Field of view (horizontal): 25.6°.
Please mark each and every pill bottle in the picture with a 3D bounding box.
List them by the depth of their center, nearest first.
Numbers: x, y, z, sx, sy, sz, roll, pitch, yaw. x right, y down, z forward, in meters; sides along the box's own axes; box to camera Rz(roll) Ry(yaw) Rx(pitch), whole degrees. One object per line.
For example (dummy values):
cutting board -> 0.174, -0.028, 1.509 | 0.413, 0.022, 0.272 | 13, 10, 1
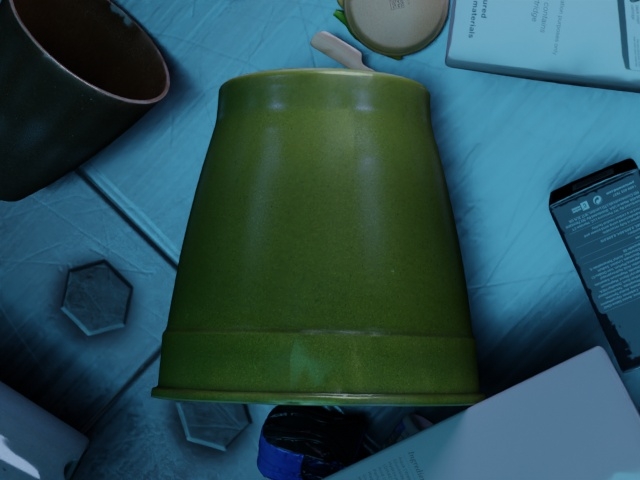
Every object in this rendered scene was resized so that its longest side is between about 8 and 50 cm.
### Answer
pill bottle -> 0.094, 0.283, 1.690 | 0.078, 0.078, 0.137 | 38, 101, 3

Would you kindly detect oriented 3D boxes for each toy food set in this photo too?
toy food set -> 0.085, -0.280, 1.646 | 0.132, 0.038, 0.192 | 33, 96, -3

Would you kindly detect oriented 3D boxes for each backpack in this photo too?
backpack -> -0.017, 0.260, 1.697 | 0.120, 0.098, 0.101 | 16, 119, 6

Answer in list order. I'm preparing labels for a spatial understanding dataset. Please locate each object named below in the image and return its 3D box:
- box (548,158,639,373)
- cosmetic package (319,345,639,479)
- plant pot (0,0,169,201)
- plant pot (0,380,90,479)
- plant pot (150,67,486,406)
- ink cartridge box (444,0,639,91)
box -> 0.345, 0.025, 1.576 | 0.108, 0.153, 0.207 | -24, 92, 12
cosmetic package -> 0.175, 0.277, 1.519 | 0.385, 0.217, 0.156 | -26, 69, 9
plant pot -> -0.332, -0.160, 1.657 | 0.215, 0.215, 0.230 | 44, 116, 2
plant pot -> -0.478, 0.271, 1.676 | 0.334, 0.341, 0.341 | 28, 101, -3
plant pot -> 0.000, 0.000, 1.556 | 0.366, 0.366, 0.353 | 0, 86, 10
ink cartridge box -> 0.345, -0.237, 1.476 | 0.394, 0.285, 0.166 | 8, 98, 8
